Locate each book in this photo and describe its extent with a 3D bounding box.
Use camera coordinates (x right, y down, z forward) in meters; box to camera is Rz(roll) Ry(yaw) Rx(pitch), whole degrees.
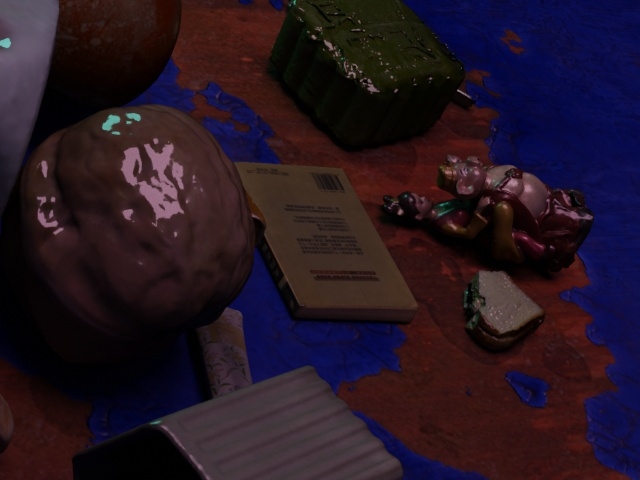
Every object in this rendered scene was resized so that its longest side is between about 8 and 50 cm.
[{"bbox_3d":[0.000,0.000,1.827,0.161,0.026,0.231,3,43,-32],"label":"book"}]

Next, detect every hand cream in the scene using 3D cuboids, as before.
[{"bbox_3d":[-0.093,0.121,1.594,0.067,0.042,0.194,12,34,-22],"label":"hand cream"}]

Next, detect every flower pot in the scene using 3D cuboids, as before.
[{"bbox_3d":[-0.068,0.233,1.320,0.209,0.239,0.189,14,22,40],"label":"flower pot"}]

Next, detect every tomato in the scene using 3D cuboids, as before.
[{"bbox_3d":[-0.274,-0.271,1.744,0.270,0.223,0.270,27,1,0],"label":"tomato"}]

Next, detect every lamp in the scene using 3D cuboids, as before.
[{"bbox_3d":[0.203,-0.043,1.957,0.253,0.118,0.118,19,36,-17],"label":"lamp"}]

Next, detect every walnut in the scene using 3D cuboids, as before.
[{"bbox_3d":[-0.182,-0.008,1.506,0.248,0.248,0.248,20,36,-15],"label":"walnut"}]

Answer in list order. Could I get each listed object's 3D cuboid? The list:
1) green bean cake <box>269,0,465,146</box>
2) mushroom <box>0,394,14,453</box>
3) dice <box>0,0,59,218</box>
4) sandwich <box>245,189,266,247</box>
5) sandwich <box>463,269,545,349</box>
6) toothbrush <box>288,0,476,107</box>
[{"bbox_3d":[0.059,-0.225,2.076,0.214,0.113,0.200,-14,57,-44],"label":"green bean cake"},{"bbox_3d":[-0.359,0.148,1.333,0.223,0.081,0.092,11,59,-30],"label":"mushroom"},{"bbox_3d":[-0.404,-0.139,1.497,0.262,0.265,0.268,17,37,-18],"label":"dice"},{"bbox_3d":[-0.178,-0.023,1.644,0.187,0.117,0.144,-3,43,-39],"label":"sandwich"},{"bbox_3d":[0.200,0.080,1.862,0.093,0.036,0.105,41,37,14],"label":"sandwich"},{"bbox_3d":[0.083,-0.259,2.215,0.294,0.026,0.028,27,53,-3],"label":"toothbrush"}]
